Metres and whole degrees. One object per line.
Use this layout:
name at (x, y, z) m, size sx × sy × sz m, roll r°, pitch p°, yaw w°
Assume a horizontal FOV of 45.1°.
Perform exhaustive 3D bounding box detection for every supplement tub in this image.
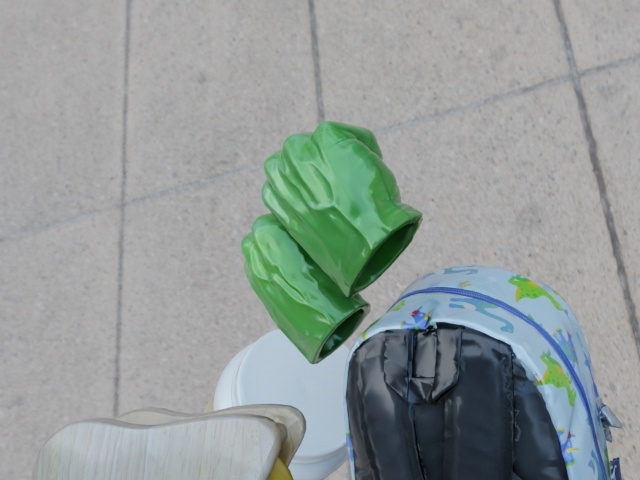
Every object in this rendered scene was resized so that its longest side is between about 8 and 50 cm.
supplement tub at (-0.066, 0.285, 1.206) m, size 0.228 × 0.316 × 0.228 m, roll 8°, pitch 58°, yaw -13°

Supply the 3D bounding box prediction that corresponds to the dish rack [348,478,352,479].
dish rack at (0.208, 0.362, 1.052) m, size 0.333 × 0.286 × 0.072 m, roll -37°, pitch 40°, yaw 41°

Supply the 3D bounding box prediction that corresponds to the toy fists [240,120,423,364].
toy fists at (0.000, 0.000, 0.741) m, size 0.096 × 0.279 × 0.142 m, roll -33°, pitch 71°, yaw -30°

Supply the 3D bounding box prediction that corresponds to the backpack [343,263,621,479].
backpack at (0.158, 0.203, 0.780) m, size 0.290 × 0.355 × 0.273 m, roll -2°, pitch 33°, yaw 39°

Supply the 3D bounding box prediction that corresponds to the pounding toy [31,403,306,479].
pounding toy at (-0.075, 0.197, 0.305) m, size 0.154 × 0.155 × 0.269 m, roll 16°, pitch 84°, yaw 10°
